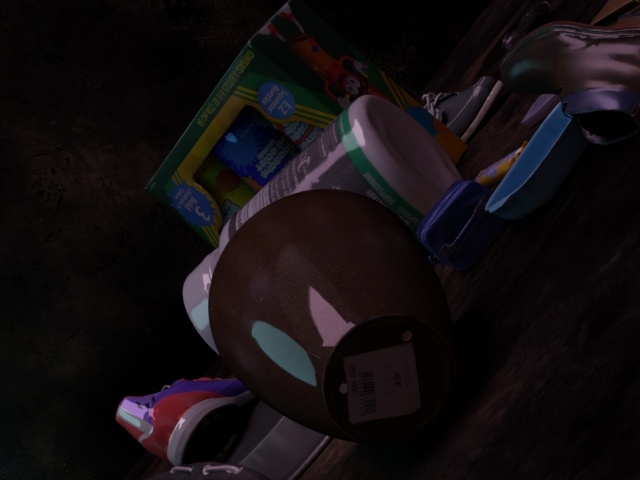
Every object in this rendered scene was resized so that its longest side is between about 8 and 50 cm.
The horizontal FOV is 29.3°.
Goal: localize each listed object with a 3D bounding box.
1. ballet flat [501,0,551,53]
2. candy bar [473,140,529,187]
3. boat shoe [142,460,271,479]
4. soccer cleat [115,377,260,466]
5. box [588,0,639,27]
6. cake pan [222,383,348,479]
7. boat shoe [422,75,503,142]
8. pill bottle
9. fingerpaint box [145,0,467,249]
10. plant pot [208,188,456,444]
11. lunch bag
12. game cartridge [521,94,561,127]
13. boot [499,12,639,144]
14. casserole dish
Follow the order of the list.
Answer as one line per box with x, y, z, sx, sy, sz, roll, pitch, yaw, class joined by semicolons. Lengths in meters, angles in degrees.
0.376;-0.374;2.185;0.173;0.049;0.057;-48;-26;-40;ballet flat
0.219;-0.087;1.495;0.040;0.018;0.161;-53;4;-15;candy bar
-0.125;0.298;1.348;0.095;0.112;0.335;-34;4;-20;boat shoe
-0.140;0.212;1.566;0.318;0.116;0.108;-8;-61;-69;soccer cleat
0.427;-0.352;1.537;0.201;0.021;0.164;-52;4;-7;box
-0.017;0.185;1.423;0.293;0.054;0.293;-50;5;6;cake pan
0.195;-0.194;2.073;0.116;0.099;0.319;-54;5;-33;boat shoe
0.000;0.000;1.582;0.361;0.204;0.204;-43;7;24;pill bottle
-0.038;-0.117;2.037;0.445;0.371;0.163;-45;6;48;fingerpaint box
0.026;0.083;1.041;0.215;0.215;0.230;-51;18;2;plant pot
0.148;-0.015;1.292;0.098;0.067;0.065;-52;4;-1;lunch bag
0.287;-0.175;1.542;0.056;0.017;0.083;-50;3;-31;game cartridge
0.235;-0.144;1.141;0.219;0.082;0.106;-6;50;53;boot
0.235;-0.089;1.233;0.188;0.037;0.114;-54;5;-23;casserole dish
